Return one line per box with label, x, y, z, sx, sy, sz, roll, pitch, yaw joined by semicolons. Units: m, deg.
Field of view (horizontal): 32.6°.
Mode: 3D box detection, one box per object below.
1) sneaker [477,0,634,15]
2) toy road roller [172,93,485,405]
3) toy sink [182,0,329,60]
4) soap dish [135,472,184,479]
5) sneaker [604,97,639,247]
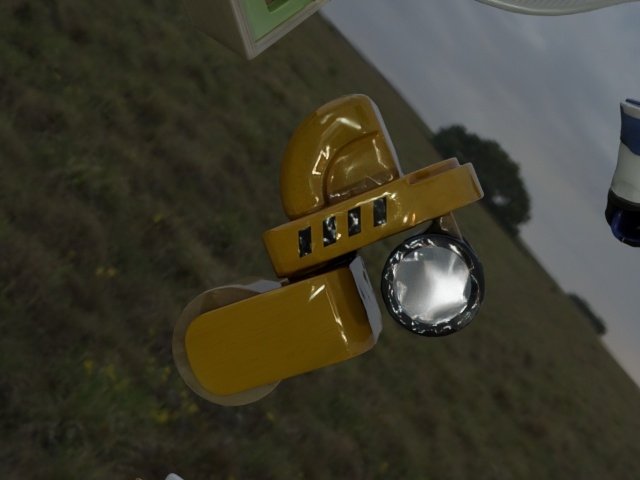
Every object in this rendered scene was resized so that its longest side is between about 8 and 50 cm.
sneaker;0.162;-0.213;0.750;0.293;0.108;0.169;2;17;-17
toy road roller;0.000;0.000;1.077;0.202;0.330;0.240;-19;88;-83
toy sink;-0.050;-0.353;1.295;0.131;0.234;0.152;36;-24;34
soap dish;-0.082;0.384;1.143;0.291;0.118;0.229;18;-30;55
sneaker;0.444;-0.080;1.381;0.127;0.182;0.315;30;23;37
